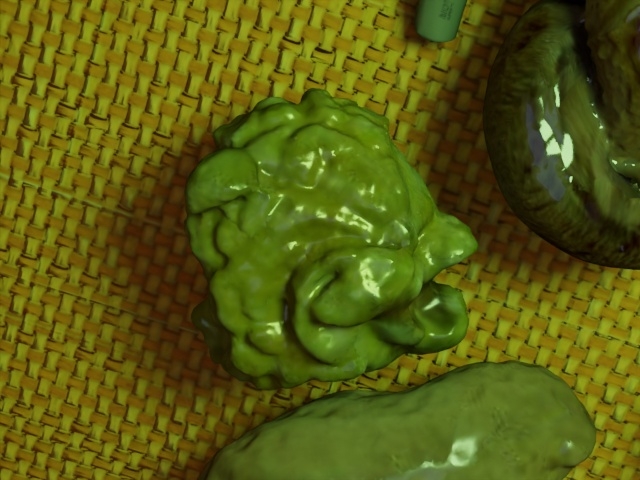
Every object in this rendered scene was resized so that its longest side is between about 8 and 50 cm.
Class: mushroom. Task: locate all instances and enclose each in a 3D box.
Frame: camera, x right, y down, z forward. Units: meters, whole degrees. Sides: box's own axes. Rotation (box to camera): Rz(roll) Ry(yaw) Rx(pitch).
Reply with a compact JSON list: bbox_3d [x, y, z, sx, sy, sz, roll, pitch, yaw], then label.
[{"bbox_3d":[0.265,-0.132,1.013,0.263,0.195,0.283,-8,120,-4],"label":"mushroom"}]

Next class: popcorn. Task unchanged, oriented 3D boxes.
[{"bbox_3d":[0.000,0.000,1.044,0.241,0.235,0.250,-22,123,-16],"label":"popcorn"}]

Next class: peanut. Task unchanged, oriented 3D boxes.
[{"bbox_3d":[0.069,0.218,1.115,0.387,0.192,0.170,-14,106,-2],"label":"peanut"}]

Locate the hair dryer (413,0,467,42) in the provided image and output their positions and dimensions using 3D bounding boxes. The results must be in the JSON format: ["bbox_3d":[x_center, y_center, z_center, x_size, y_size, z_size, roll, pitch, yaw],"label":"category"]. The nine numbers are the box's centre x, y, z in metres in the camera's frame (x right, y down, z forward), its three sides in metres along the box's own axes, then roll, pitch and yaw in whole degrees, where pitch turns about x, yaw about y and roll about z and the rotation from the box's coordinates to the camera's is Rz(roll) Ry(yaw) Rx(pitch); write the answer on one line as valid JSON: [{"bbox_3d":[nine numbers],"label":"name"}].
[{"bbox_3d":[0.165,-0.267,1.049,0.224,0.088,0.219,16,121,-29],"label":"hair dryer"}]
